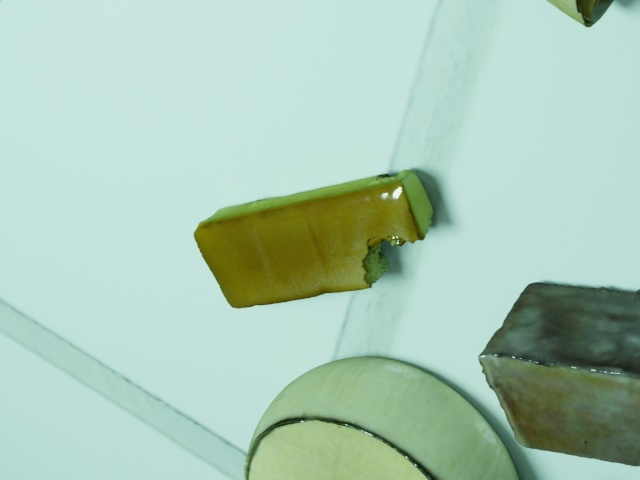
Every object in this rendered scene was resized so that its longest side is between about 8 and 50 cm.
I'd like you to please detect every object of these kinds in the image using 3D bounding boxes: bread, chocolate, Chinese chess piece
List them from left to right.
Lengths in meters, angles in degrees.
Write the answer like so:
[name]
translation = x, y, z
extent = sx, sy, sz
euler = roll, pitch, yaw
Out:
[bread]
translation = 0.000, 0.000, 1.392
extent = 0.226, 0.049, 0.088
euler = -9, 112, 39
[Chinese chess piece]
translation = 0.052, 0.221, 1.460
extent = 0.250, 0.103, 0.250
euler = 18, 128, 25
[chocolate]
translation = 0.282, 0.113, 1.222
extent = 0.321, 0.112, 0.112
euler = 5, 128, 34

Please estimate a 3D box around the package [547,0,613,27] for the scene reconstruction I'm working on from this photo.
[package]
translation = 0.086, -0.300, 1.089
extent = 0.311, 0.221, 0.165
euler = 36, 94, 14
